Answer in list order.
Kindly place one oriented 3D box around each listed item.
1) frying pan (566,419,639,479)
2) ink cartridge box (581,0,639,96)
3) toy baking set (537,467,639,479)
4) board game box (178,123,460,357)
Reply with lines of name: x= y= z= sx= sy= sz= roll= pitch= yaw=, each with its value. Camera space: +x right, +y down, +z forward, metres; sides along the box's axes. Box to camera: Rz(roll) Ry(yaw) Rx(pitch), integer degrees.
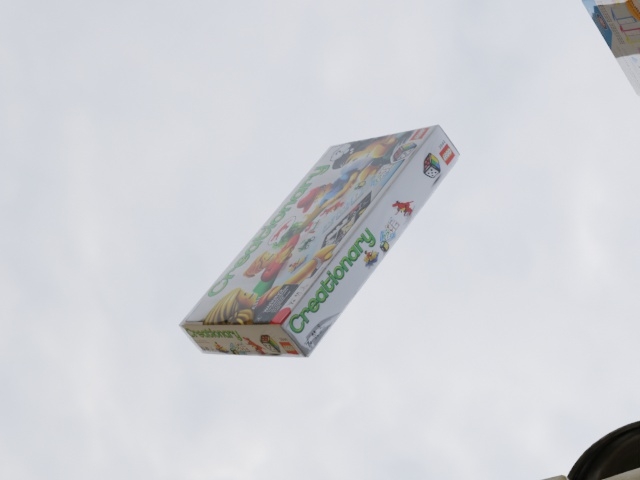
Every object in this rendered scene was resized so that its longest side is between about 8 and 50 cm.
frying pan: x=0.304 y=0.165 z=0.885 sx=0.197 sy=0.053 sz=0.326 roll=14 pitch=-67 yaw=9
ink cartridge box: x=0.263 y=-0.162 z=0.786 sx=0.092 sy=0.090 sz=0.143 roll=56 pitch=0 yaw=-9
toy baking set: x=0.193 y=0.180 z=0.603 sx=0.196 sy=0.030 sz=0.256 roll=-40 pitch=-148 yaw=8
board game box: x=0.000 y=0.000 z=1.214 sx=0.193 sy=0.305 sz=0.053 roll=-6 pitch=-52 yaw=52
